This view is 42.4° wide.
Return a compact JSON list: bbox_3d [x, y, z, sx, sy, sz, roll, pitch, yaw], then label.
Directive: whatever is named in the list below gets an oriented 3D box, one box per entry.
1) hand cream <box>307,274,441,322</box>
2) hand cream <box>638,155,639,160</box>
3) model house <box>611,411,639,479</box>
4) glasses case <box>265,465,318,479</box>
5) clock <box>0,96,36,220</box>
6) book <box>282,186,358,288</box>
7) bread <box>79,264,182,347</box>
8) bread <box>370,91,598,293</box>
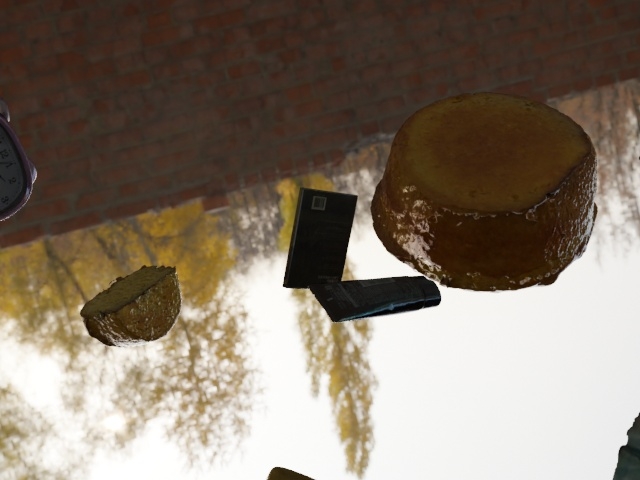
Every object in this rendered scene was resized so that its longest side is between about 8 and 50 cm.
[{"bbox_3d":[0.115,0.112,1.665,0.271,0.061,0.120,-3,-143,-31],"label":"hand cream"},{"bbox_3d":[0.608,-0.106,1.360,0.057,0.165,0.037,-54,169,24],"label":"hand cream"},{"bbox_3d":[0.649,0.433,1.336,0.329,0.251,0.295,14,-164,31],"label":"model house"},{"bbox_3d":[0.050,0.584,1.653,0.371,0.141,0.173,25,160,-8],"label":"glasses case"},{"bbox_3d":[-0.408,-0.102,1.020,0.110,0.152,0.050,-36,-142,-30],"label":"clock"},{"bbox_3d":[0.000,0.000,1.866,0.160,0.228,0.024,5,-171,-38],"label":"book"},{"bbox_3d":[-0.385,0.150,1.741,0.143,0.139,0.229,-9,-161,36],"label":"bread"},{"bbox_3d":[0.221,-0.070,1.106,0.312,0.172,0.312,-1,-138,1],"label":"bread"}]
